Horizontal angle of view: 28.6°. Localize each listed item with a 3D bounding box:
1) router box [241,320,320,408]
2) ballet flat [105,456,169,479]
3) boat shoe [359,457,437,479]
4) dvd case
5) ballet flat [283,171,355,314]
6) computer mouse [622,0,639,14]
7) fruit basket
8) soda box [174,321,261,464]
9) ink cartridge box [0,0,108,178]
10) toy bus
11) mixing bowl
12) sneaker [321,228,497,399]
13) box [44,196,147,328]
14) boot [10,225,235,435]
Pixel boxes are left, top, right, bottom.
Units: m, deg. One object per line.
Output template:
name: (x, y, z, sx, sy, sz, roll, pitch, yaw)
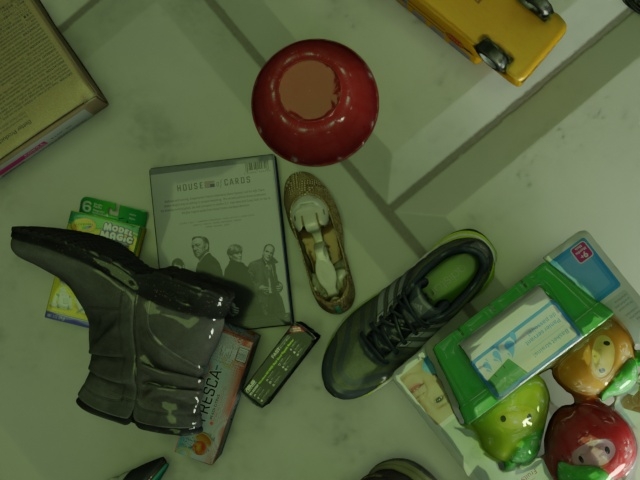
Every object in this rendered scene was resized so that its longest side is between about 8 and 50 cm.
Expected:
router box: (-0.052, 0.166, 1.693, 0.038, 0.092, 0.122, 38, 89, 6)
ballet flat: (-0.285, 0.371, 1.711, 0.074, 0.074, 0.203, 31, 91, 5)
boat shoe: (0.165, 0.439, 1.603, 0.355, 0.130, 0.132, 41, 124, 21)
dvd case: (-0.137, 0.008, 1.741, 0.179, 0.029, 0.238, -6, 86, 4)
ballet flat: (0.000, 0.000, 1.712, 0.073, 0.067, 0.206, -21, 85, 4)
computer mouse: (0.370, -0.392, 1.723, 0.242, 0.041, 0.071, 36, 89, 5)
fruit basket: (0.322, 0.215, 1.615, 0.327, 0.165, 0.353, -37, 76, 1)
soda box: (-0.139, 0.206, 1.699, 0.058, 0.063, 0.183, 20, 98, 6)
ink cartridge box: (-0.447, -0.207, 1.748, 0.235, 0.088, 0.193, -34, 86, 1)
toy bus: (0.170, -0.344, 1.690, 0.333, 0.130, 0.108, 40, 89, 6)
mixing bowl: (-0.012, -0.196, 1.711, 0.182, 0.098, 0.181, 0, 87, 5)
sneaker: (0.114, 0.095, 1.671, 0.111, 0.121, 0.300, 44, 90, 6)
box: (-0.309, 0.033, 1.747, 0.105, 0.043, 0.179, 13, 86, 5)
boot: (-0.291, 0.120, 1.657, 0.338, 0.118, 0.222, 21, 100, 20)
